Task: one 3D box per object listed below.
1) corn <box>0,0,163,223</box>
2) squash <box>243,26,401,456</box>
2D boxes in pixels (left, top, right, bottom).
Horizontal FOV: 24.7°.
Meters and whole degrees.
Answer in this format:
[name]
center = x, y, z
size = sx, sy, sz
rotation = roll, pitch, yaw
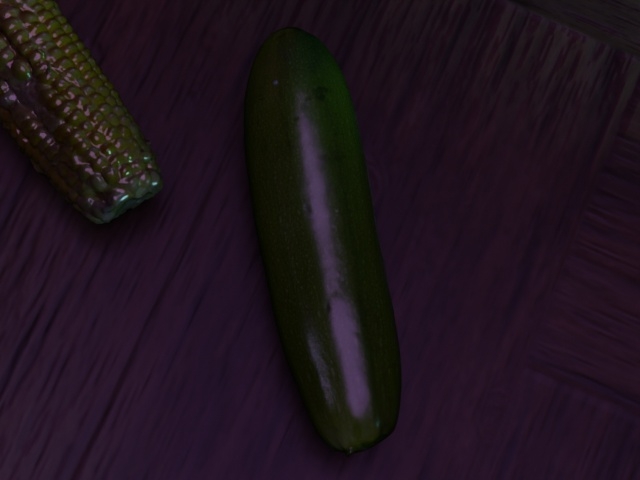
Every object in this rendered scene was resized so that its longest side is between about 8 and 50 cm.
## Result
[corn]
center = -0.208, -0.135, 0.992
size = 0.086, 0.086, 0.288
rotation = -33, 80, -13
[squash]
center = 0.000, 0.000, 0.975
size = 0.082, 0.082, 0.293
rotation = -9, 77, -7
